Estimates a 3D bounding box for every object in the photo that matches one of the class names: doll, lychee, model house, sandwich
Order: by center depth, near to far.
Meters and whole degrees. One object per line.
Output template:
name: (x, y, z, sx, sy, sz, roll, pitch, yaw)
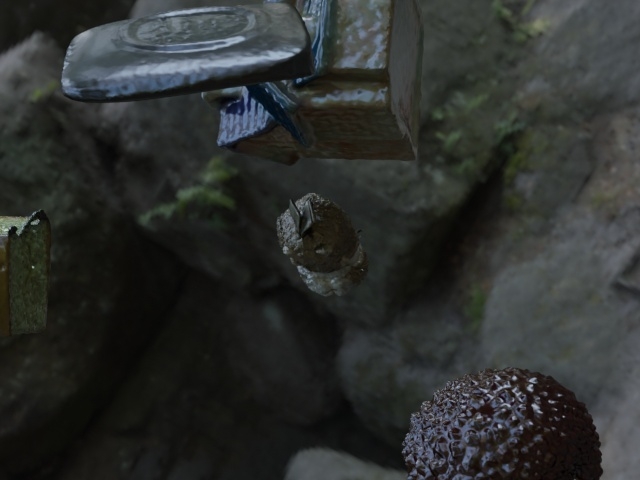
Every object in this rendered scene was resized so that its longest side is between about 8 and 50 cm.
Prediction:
sandwich: (-0.387, 0.032, 1.283, 0.122, 0.236, 0.128, -75, -13, -86)
model house: (-0.023, -0.235, 1.724, 0.312, 0.280, 0.245, 55, -142, -72)
lychee: (0.257, 0.307, 1.851, 0.304, 0.276, 0.275, 21, 79, 40)
doll: (-0.007, -0.003, 1.876, 0.105, 0.221, 0.115, 2, 66, 28)

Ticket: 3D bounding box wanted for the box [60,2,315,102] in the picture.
box: (-0.108, -0.151, 1.061, 0.212, 0.201, 0.042, -104, 7, -68)
